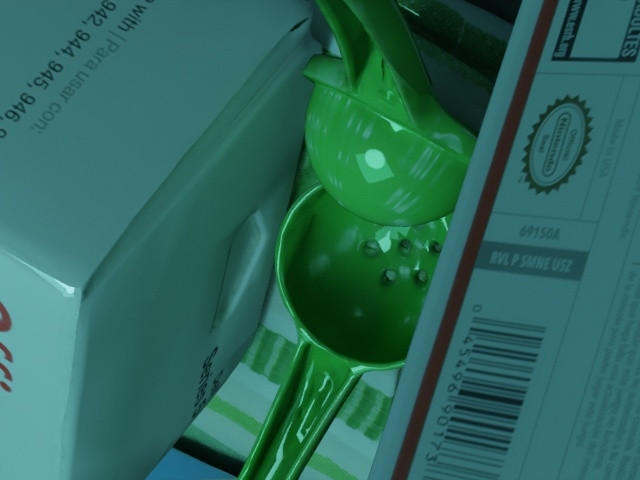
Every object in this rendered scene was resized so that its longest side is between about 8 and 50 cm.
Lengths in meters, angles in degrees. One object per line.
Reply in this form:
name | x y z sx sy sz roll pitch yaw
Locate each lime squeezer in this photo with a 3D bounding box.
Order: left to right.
lime squeezer | 0.000 0.000 0.492 0.059 0.110 0.310 45 150 21

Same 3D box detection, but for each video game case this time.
video game case | 0.133 0.005 0.336 0.285 0.204 0.025 7 163 47

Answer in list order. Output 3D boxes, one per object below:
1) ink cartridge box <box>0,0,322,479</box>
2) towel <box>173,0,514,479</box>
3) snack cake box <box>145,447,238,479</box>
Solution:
ink cartridge box | -0.152 -0.043 0.581 0.273 0.115 0.198 31 150 10
towel | -0.059 -0.016 0.675 0.248 0.038 0.325 29 150 12
snack cake box | -0.081 0.148 0.814 0.264 0.089 0.152 20 154 31
